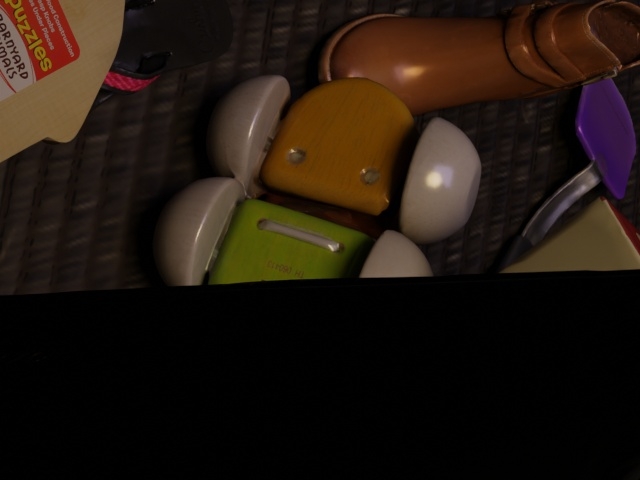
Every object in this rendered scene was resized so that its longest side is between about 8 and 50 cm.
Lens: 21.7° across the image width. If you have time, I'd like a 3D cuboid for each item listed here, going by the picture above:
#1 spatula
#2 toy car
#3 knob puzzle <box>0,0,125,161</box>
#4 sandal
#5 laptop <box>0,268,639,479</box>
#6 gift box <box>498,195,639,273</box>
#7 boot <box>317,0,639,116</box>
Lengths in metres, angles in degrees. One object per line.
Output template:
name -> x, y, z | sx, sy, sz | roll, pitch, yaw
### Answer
spatula -> 0.162, -0.012, 1.183 | 0.084, 0.030, 0.296 | 54, 54, -29
toy car -> 0.000, 0.000, 0.975 | 0.136, 0.159, 0.182 | 85, 25, -59
knob puzzle -> -0.173, -0.135, 0.843 | 0.213, 0.030, 0.213 | 7, 81, -45
sandal -> -0.110, -0.112, 0.931 | 0.179, 0.040, 0.067 | -27, 105, -41
laptop -> -0.100, 0.204, 0.421 | 0.236, 0.382, 0.408 | 7, 82, -42
gift box -> 0.135, 0.165, 0.867 | 0.255, 0.258, 0.276 | 42, 16, -33
boot -> 0.109, -0.121, 1.057 | 0.197, 0.152, 0.073 | -15, 97, -42
